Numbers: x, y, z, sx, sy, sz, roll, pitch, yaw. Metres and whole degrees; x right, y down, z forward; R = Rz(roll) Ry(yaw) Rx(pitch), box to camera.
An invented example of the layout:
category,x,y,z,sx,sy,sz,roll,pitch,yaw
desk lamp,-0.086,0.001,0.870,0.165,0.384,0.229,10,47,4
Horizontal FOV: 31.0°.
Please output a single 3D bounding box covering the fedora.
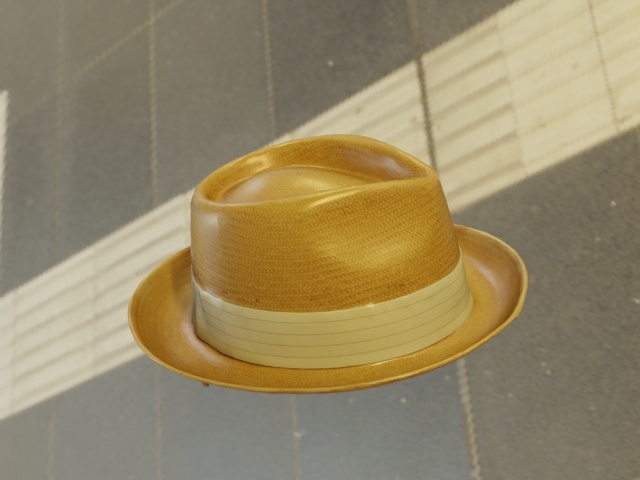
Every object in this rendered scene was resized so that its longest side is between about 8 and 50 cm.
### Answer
category,x,y,z,sx,sy,sz,roll,pitch,yaw
fedora,0.000,0.000,0.550,0.194,0.194,0.079,24,129,48
